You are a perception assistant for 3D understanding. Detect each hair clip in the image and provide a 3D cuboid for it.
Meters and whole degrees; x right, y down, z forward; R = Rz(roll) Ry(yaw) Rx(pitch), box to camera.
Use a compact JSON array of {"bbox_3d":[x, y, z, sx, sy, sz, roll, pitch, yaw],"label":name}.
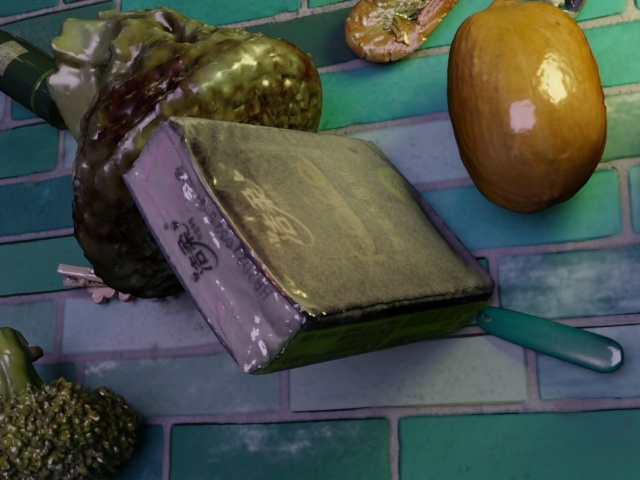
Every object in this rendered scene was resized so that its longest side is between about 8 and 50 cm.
[{"bbox_3d":[-0.288,0.064,1.393,0.214,0.056,0.062,4,61,14],"label":"hair clip"}]

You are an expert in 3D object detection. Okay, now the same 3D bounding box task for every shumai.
[{"bbox_3d":[-0.220,-0.166,1.258,0.395,0.395,0.348,-47,66,5],"label":"shumai"}]

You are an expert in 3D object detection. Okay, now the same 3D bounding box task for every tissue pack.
[{"bbox_3d":[0.000,0.000,1.099,0.124,0.394,0.288,-51,62,28],"label":"tissue pack"}]

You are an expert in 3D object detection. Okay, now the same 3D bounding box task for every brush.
[{"bbox_3d":[0.282,0.120,1.160,0.193,0.032,0.043,16,87,37],"label":"brush"}]

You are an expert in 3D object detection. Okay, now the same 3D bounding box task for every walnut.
[{"bbox_3d":[0.253,-0.179,1.159,0.203,0.203,0.297,-9,69,19],"label":"walnut"}]

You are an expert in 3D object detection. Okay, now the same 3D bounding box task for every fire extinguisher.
[{"bbox_3d":[-0.500,-0.282,1.548,0.294,0.093,0.118,32,64,26],"label":"fire extinguisher"}]

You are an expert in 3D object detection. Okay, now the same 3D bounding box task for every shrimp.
[{"bbox_3d":[0.134,-0.322,1.325,0.217,0.051,0.115,-26,74,13],"label":"shrimp"}]

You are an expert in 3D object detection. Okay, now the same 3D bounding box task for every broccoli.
[{"bbox_3d":[-0.347,0.234,1.284,0.181,0.242,0.272,-12,66,3],"label":"broccoli"}]

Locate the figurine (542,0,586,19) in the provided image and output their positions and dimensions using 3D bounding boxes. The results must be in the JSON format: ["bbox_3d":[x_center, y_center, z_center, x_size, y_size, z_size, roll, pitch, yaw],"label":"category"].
[{"bbox_3d":[0.311,-0.331,1.242,0.082,0.094,0.086,-2,106,-16],"label":"figurine"}]
